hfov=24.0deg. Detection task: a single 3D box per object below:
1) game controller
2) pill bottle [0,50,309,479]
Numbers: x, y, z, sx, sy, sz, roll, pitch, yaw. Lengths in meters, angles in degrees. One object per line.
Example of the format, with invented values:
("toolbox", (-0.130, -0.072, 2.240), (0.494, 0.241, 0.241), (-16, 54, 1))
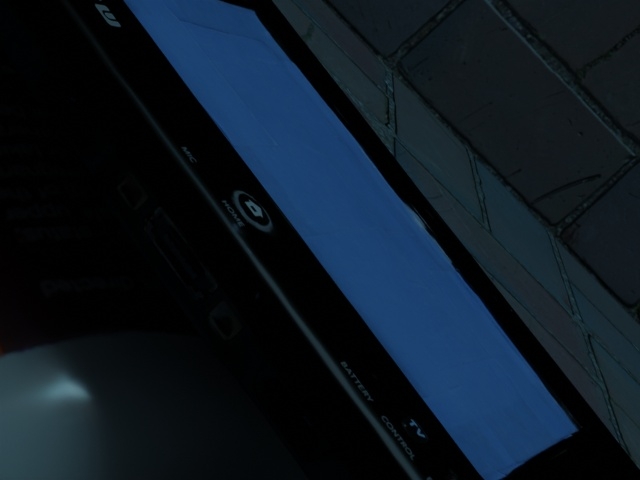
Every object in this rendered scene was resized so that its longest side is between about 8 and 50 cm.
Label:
("game controller", (0.000, 0.000, 0.440), (0.319, 0.067, 0.166), (52, 10, 14))
("pill bottle", (-0.134, 0.050, 0.507), (0.224, 0.224, 0.392), (27, 24, -52))
